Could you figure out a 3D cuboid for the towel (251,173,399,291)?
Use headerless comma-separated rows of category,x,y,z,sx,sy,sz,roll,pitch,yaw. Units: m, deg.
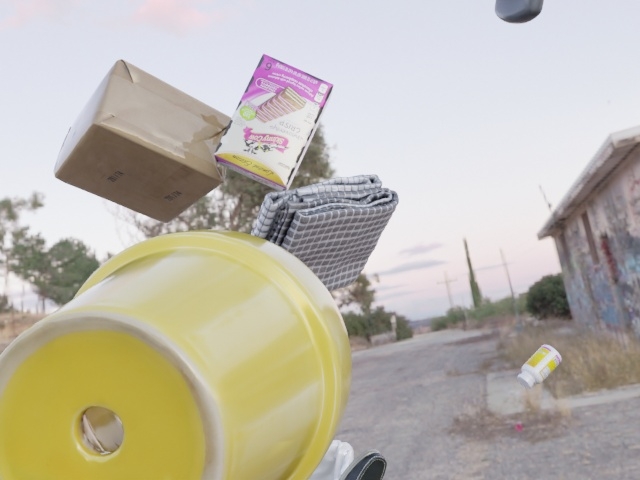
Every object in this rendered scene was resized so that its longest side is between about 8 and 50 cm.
towel,0.000,0.000,1.282,0.283,0.121,0.235,-14,-38,-41

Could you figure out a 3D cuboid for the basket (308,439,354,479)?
basket,-0.086,0.696,1.649,0.331,0.266,0.328,0,35,17

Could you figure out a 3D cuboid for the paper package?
paper package,-0.390,-0.201,1.491,0.309,0.168,0.325,24,-30,-27

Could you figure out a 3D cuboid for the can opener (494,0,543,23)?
can opener,0.244,-0.397,1.067,0.076,0.095,0.283,-6,18,-27

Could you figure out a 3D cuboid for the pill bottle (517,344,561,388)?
pill bottle,0.398,0.232,1.218,0.083,0.043,0.043,-39,-4,-17

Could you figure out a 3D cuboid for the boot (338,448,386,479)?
boot,0.088,0.524,1.223,0.085,0.236,0.178,35,-7,-31

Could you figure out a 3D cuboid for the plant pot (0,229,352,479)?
plant pot,-0.115,0.117,0.511,0.254,0.254,0.239,-11,-1,10

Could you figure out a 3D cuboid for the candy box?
candy box,-0.092,-0.233,1.336,0.159,0.233,0.071,24,-8,0
